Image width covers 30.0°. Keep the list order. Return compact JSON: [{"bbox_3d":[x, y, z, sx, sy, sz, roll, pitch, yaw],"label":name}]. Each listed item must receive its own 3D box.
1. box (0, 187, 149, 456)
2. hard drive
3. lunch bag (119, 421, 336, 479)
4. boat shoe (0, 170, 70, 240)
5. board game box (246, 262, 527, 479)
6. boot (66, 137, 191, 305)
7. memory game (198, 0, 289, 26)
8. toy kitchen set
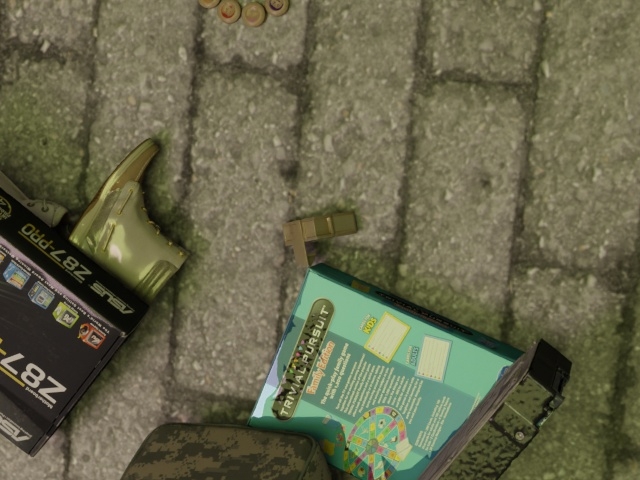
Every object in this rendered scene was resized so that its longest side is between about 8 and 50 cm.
[{"bbox_3d":[-0.490,0.091,1.752,0.395,0.097,0.318,39,124,-3],"label":"box"},{"bbox_3d":[0.187,0.285,1.517,0.064,0.237,0.339,40,104,7],"label":"hard drive"},{"bbox_3d":[-0.114,0.417,1.689,0.305,0.213,0.256,-2,128,24],"label":"lunch bag"},{"bbox_3d":[-0.419,-0.022,1.806,0.096,0.098,0.277,-39,94,14],"label":"boat shoe"},{"bbox_3d":[0.096,0.215,1.697,0.336,0.079,0.254,24,101,12],"label":"board game box"},{"bbox_3d":[-0.258,-0.028,1.767,0.165,0.077,0.213,34,78,-6],"label":"boot"},{"bbox_3d":[-0.106,-0.402,1.731,0.186,0.012,0.186,1,95,14],"label":"memory game"},{"bbox_3d":[0.000,0.000,1.729,0.083,0.075,0.068,-11,89,55],"label":"toy kitchen set"}]
